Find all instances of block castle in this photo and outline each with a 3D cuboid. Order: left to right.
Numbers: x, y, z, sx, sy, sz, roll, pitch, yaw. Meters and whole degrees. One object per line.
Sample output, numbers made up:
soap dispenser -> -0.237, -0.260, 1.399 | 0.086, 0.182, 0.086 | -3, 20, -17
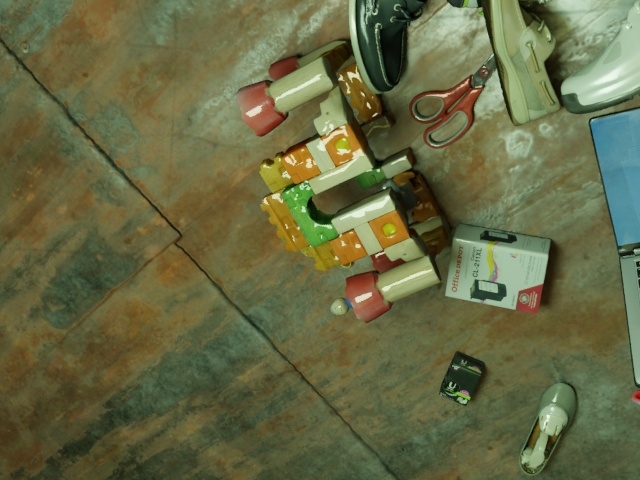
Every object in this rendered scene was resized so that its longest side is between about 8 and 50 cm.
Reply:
block castle -> 0.035, -0.105, 1.608 | 0.213, 0.303, 0.453 | -24, 105, 20

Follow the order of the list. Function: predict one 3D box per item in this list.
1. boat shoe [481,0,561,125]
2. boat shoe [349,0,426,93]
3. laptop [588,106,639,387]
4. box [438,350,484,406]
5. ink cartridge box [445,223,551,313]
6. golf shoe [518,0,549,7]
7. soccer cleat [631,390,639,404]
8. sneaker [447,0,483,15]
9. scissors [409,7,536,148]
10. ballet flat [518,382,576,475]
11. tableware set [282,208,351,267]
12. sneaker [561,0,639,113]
boat shoe -> 0.328, -0.324, 1.496 | 0.098, 0.109, 0.302 | -15, 129, 11
boat shoe -> 0.121, -0.413, 1.535 | 0.113, 0.127, 0.339 | 5, 106, 29
laptop -> 0.662, -0.013, 1.482 | 0.382, 0.407, 0.236 | -11, 143, 23
box -> 0.281, 0.275, 1.841 | 0.062, 0.052, 0.083 | 23, 118, 6
ink cartridge box -> 0.327, 0.052, 1.710 | 0.175, 0.072, 0.127 | 10, 117, 14
golf shoe -> 0.395, -0.432, 1.470 | 0.176, 0.069, 0.086 | -9, 102, 19
soccer cleat -> 0.651, 0.219, 1.678 | 0.095, 0.083, 0.248 | 20, 121, 14
sneaker -> 0.266, -0.485, 1.494 | 0.097, 0.084, 0.234 | 4, 119, -9
scissors -> 0.282, -0.273, 1.608 | 0.297, 0.021, 0.109 | -36, 96, 28
ballet flat -> 0.449, 0.379, 1.823 | 0.072, 0.068, 0.213 | 21, 118, 9
tableware set -> 0.000, 0.000, 1.825 | 0.154, 0.024, 0.104 | 32, 120, 2
sneaker -> 0.527, -0.396, 1.405 | 0.448, 0.169, 0.257 | -32, 94, 19
